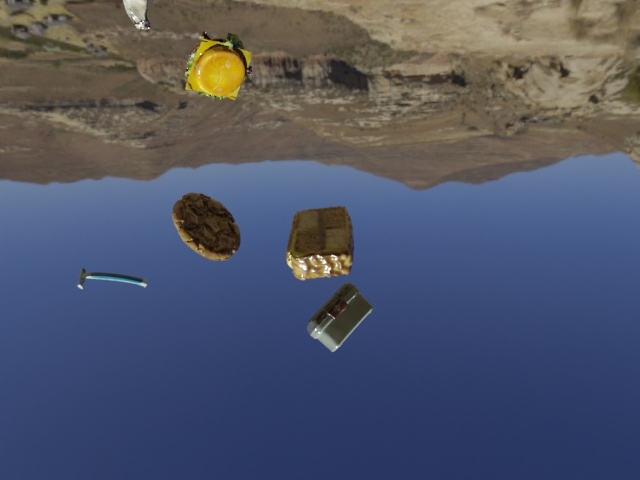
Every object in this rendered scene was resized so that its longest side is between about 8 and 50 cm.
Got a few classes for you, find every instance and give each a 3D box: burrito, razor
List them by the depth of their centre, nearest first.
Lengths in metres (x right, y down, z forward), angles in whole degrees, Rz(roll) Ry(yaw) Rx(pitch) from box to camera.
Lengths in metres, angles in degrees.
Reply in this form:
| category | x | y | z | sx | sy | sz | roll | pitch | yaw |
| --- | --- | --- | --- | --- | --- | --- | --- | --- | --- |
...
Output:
| category | x | y | z | sx | sy | sz | roll | pitch | yaw |
| --- | --- | --- | --- | --- | --- | --- | --- | --- | --- |
| burrito | -0.408 | -0.580 | 1.039 | 0.058 | 0.230 | 0.063 | 14 | -139 | -4 |
| razor | -0.624 | 0.116 | 1.426 | 0.191 | 0.037 | 0.068 | 7 | -134 | -22 |

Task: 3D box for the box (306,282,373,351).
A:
| category | x | y | z | sx | sy | sz | roll | pitch | yaw |
| --- | --- | --- | --- | --- | --- | --- | --- | --- | --- |
| box | 0.062 | 0.253 | 1.552 | 0.210 | 0.129 | 0.148 | -45 | 171 | -18 |

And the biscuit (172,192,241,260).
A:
| category | x | y | z | sx | sy | sz | roll | pitch | yaw |
| --- | --- | --- | --- | --- | --- | --- | --- | --- | --- |
| biscuit | -0.314 | -0.043 | 1.330 | 0.042 | 0.226 | 0.226 | -33 | 178 | 31 |

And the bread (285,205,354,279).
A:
| category | x | y | z | sx | sy | sz | roll | pitch | yaw |
| --- | --- | --- | --- | --- | --- | --- | --- | --- | --- |
| bread | 0.000 | 0.000 | 1.276 | 0.181 | 0.096 | 0.222 | -3 | -139 | 4 |

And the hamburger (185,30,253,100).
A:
| category | x | y | z | sx | sy | sz | roll | pitch | yaw |
| --- | --- | --- | --- | --- | --- | --- | --- | --- | --- |
| hamburger | -0.265 | -0.450 | 1.208 | 0.164 | 0.189 | 0.093 | 13 | -138 | -45 |
